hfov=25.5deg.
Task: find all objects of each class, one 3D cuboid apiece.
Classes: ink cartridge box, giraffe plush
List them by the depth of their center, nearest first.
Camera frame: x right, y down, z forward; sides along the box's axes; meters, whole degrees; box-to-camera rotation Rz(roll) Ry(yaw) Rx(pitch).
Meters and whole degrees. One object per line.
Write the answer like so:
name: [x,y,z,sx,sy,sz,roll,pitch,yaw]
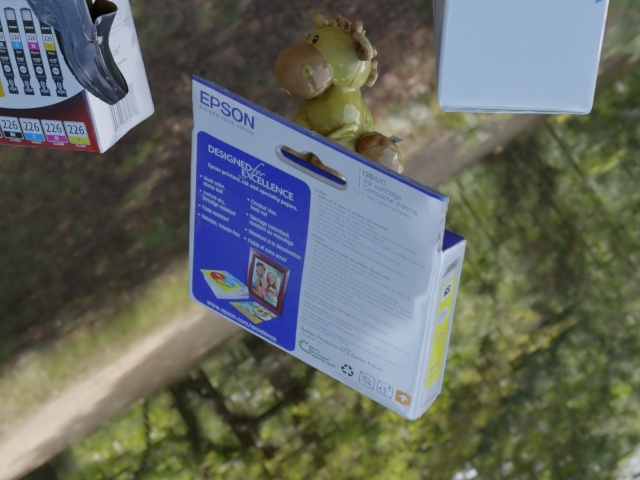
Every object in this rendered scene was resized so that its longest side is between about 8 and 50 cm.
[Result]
ink cartridge box: [0.161,-0.276,1.179,0.129,0.223,0.307,2,-144,1]
ink cartridge box: [0.000,0.000,1.447,0.072,0.304,0.307,-39,148,-42]
giraffe plush: [0.012,-0.158,1.575,0.181,0.170,0.210,13,-149,34]
ink cartridge box: [-0.395,-0.267,1.788,0.310,0.271,0.130,6,-148,27]

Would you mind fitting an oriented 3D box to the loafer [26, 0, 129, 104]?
loafer: [-0.206,-0.190,1.251,0.061,0.062,0.170,-25,135,5]
